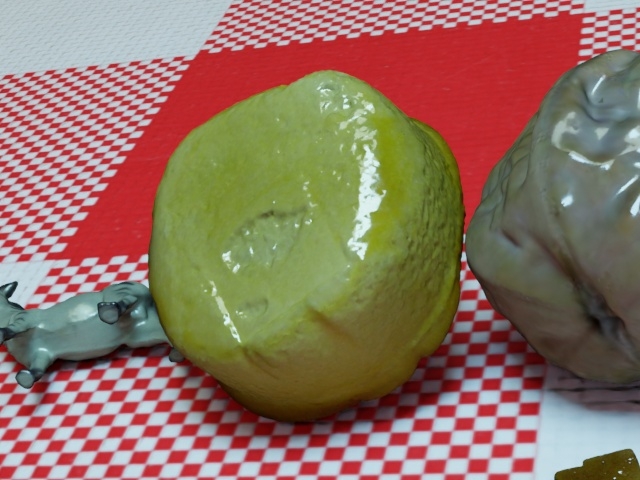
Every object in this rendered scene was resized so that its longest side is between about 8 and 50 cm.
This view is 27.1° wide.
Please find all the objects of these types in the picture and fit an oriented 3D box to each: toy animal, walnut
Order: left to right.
[{"bbox_3d":[-0.217,0.070,1.161,0.217,0.073,0.176,-8,15,1],"label":"toy animal"},{"bbox_3d":[0.243,-0.024,0.975,0.227,0.273,0.273,32,40,3],"label":"walnut"}]

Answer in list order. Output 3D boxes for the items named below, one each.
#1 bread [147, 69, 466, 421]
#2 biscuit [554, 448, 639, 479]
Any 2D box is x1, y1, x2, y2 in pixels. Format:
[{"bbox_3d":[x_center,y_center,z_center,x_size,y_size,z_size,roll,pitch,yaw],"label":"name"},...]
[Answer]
[{"bbox_3d":[-0.014,0.001,1.038,0.270,0.148,0.269,-18,57,29],"label":"bread"},{"bbox_3d":[0.181,0.169,0.883,0.082,0.016,0.092,10,36,43],"label":"biscuit"}]
